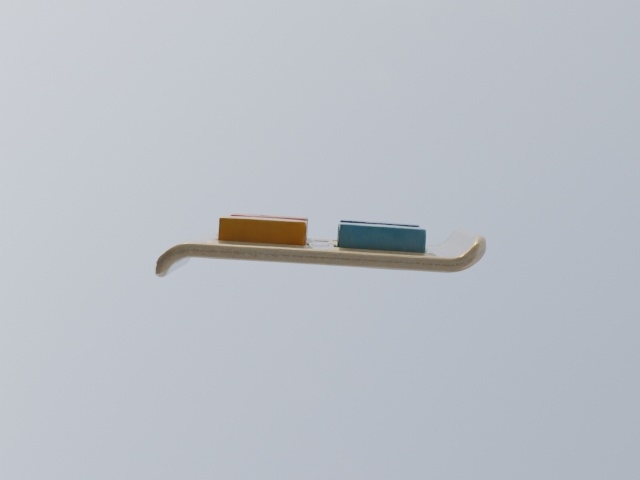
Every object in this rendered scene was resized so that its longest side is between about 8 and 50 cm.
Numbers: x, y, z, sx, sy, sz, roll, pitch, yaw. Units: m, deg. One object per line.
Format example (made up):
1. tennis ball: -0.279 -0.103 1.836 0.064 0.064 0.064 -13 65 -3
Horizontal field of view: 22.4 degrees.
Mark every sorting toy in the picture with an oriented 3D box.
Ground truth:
1. sorting toy: 0.000 0.000 1.085 0.208 0.193 0.038 -1 -88 0
